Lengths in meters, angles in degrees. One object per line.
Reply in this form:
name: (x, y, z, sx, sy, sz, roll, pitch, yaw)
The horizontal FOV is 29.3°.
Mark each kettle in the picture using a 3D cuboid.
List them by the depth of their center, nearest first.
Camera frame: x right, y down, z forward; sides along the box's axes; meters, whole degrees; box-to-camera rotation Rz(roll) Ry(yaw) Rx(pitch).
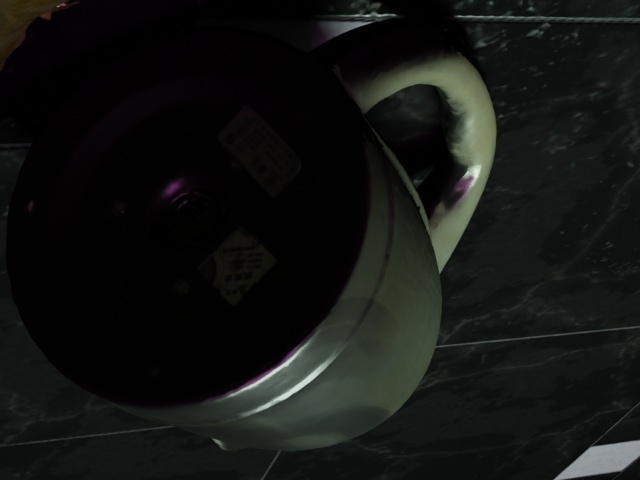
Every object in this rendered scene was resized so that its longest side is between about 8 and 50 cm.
kettle: (0.000, 0.000, 0.820, 0.321, 0.228, 0.324, -50, 153, -3)

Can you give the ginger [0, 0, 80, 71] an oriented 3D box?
ginger: (-0.197, -0.116, 0.610, 0.333, 0.080, 0.166, -24, 154, 23)
